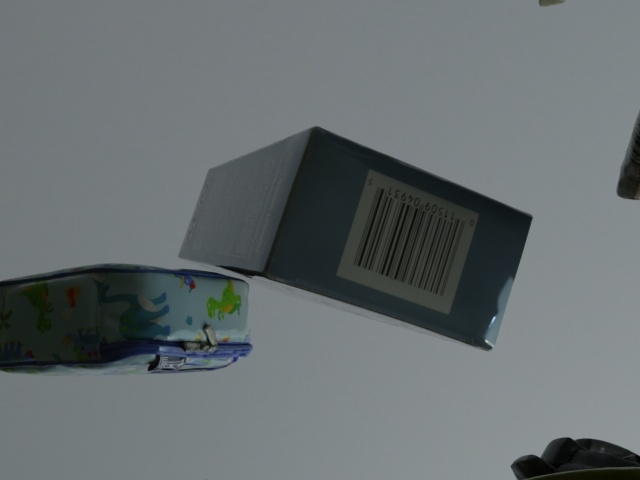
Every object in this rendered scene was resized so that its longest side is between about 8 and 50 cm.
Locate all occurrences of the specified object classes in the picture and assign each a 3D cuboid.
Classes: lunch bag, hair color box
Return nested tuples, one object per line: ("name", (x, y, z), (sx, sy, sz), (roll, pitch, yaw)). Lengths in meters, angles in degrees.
("lunch bag", (-0.180, 0.077, 0.696), (0.218, 0.176, 0.090), (-8, -101, 28))
("hair color box", (0.000, 0.000, 0.706), (0.185, 0.114, 0.374), (20, -5, -18))

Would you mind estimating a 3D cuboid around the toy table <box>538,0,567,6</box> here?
("toy table", (0.198, -0.356, 0.686), (0.252, 0.161, 0.274), (-13, -37, 26))

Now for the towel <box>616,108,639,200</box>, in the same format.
("towel", (0.308, -0.217, 0.500), (0.056, 0.324, 0.312), (28, -28, 23))

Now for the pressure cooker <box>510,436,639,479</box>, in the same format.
("pressure cooker", (0.450, 0.533, 1.196), (0.375, 0.420, 0.370), (8, -43, 46))

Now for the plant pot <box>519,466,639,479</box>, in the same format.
("plant pot", (0.138, 0.306, 0.383), (0.274, 0.274, 0.294), (-18, -93, 37))
